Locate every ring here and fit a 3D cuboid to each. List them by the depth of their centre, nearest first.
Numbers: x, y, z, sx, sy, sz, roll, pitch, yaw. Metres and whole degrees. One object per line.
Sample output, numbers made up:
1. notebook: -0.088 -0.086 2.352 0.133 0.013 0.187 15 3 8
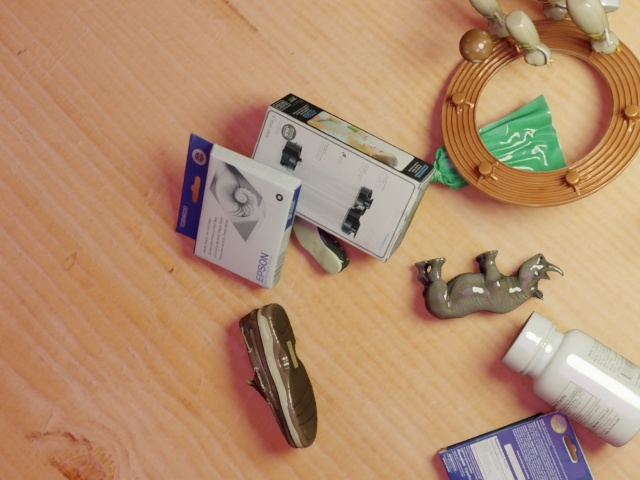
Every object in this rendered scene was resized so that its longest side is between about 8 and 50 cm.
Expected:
1. ring: 0.358 -0.214 1.498 0.337 0.032 0.336 -7 68 17

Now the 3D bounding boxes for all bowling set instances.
1. bowling set: 0.311 -0.352 1.483 0.200 0.154 0.287 -42 54 12

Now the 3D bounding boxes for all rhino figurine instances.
1. rhino figurine: 0.284 0.072 1.556 0.243 0.073 0.106 -8 85 12

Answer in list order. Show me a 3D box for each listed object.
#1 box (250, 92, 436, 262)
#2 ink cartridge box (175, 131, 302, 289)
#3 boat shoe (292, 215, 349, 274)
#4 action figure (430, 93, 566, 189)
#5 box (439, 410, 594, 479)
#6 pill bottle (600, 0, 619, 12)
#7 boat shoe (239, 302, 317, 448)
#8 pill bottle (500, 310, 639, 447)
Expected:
1. box: 0.029 -0.107 1.575 0.290 0.087 0.169 28 122 12
2. ink cartridge box: -0.156 -0.049 1.615 0.224 0.045 0.223 24 127 14
3. boat shoe: -0.001 0.001 1.637 0.133 0.042 0.049 51 126 8
4. action figure: 0.281 -0.143 1.557 0.232 0.063 0.137 -17 87 8
5. box: 0.331 0.381 1.566 0.225 0.036 0.136 -23 86 13
6. pill bottle: 0.448 -0.453 1.503 0.087 0.087 0.160 -2 90 13
7. boat shoe: -0.080 0.244 1.640 0.095 0.095 0.257 -19 80 26
8. pill bottle: 0.416 0.218 1.497 0.229 0.131 0.131 33 98 10
